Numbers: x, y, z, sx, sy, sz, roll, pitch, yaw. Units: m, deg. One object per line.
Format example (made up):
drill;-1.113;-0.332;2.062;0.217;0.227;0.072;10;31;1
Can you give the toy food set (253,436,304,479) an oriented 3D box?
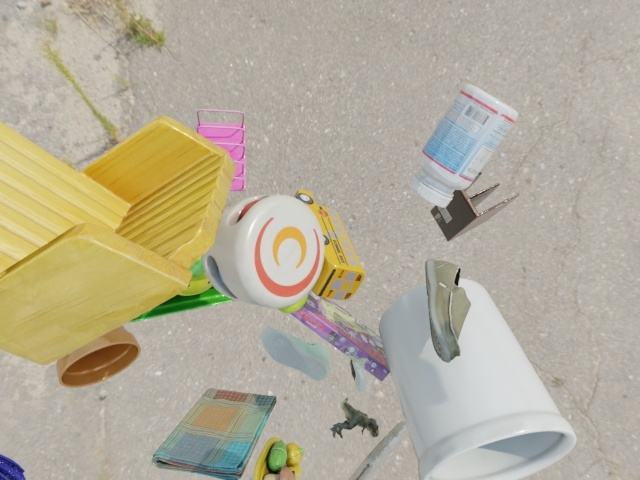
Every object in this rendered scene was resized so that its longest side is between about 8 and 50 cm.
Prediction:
toy food set;-0.072;0.482;0.898;0.071;0.218;0.128;-20;97;15

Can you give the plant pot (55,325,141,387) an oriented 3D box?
plant pot;-0.867;0.392;1.717;0.290;0.291;0.204;-32;66;-7

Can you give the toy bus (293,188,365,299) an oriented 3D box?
toy bus;0.000;0.000;1.200;0.130;0.333;0.108;11;125;-25

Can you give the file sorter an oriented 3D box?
file sorter;-0.406;-0.364;1.825;0.201;0.182;0.291;0;83;-10

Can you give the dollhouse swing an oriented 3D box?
dollhouse swing;-0.336;-0.090;0.571;0.315;0.347;0.305;-28;120;16

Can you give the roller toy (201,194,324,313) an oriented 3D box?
roller toy;-0.102;0.014;0.790;0.191;0.146;0.210;16;81;-44

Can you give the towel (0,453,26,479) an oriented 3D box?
towel;-0.691;0.402;0.781;0.308;0.076;0.228;-15;123;16

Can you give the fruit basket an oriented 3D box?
fruit basket;-0.363;0.077;1.220;0.391;0.392;0.283;-1;111;-5

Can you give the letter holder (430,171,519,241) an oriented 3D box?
letter holder;0.596;-0.145;1.747;0.214;0.302;0.152;-25;77;-11

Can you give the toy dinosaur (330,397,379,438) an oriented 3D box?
toy dinosaur;0.091;0.568;1.406;0.118;0.064;0.268;-39;132;0

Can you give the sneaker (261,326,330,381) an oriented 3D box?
sneaker;-0.079;0.368;1.521;0.255;0.151;0.094;34;100;5

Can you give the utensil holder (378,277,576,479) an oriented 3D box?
utensil holder;0.332;0.327;1.051;0.327;0.328;0.386;-8;46;-6

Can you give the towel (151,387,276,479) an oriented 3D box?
towel;-0.311;0.579;1.396;0.271;0.370;0.040;3;105;11

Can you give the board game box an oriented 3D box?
board game box;0.048;0.245;1.306;0.346;0.208;0.056;38;106;-9

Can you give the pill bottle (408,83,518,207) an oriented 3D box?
pill bottle;0.196;-0.130;0.638;0.087;0.087;0.160;30;114;-3

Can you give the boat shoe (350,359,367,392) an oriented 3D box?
boat shoe;0.134;0.483;1.621;0.046;0.038;0.125;-10;78;-22

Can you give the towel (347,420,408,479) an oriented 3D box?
towel;0.171;0.686;1.400;0.049;0.282;0.187;41;47;23

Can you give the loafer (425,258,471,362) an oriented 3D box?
loafer;0.265;0.131;0.922;0.087;0.094;0.251;-5;44;13
